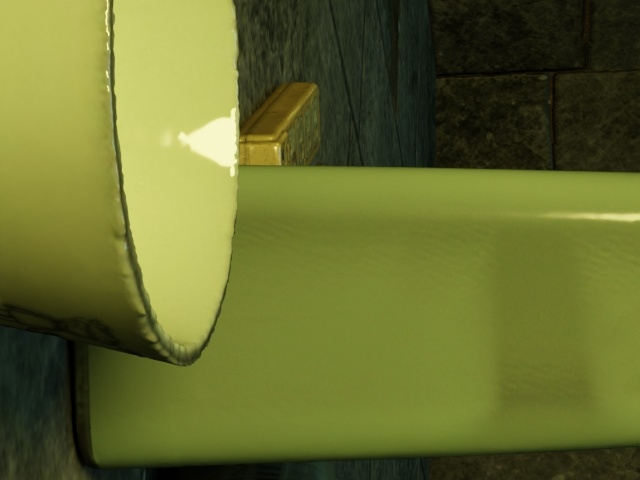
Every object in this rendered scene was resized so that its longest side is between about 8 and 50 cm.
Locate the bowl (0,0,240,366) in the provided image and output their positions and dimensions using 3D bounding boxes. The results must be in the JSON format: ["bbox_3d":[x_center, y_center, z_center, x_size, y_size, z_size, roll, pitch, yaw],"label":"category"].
[{"bbox_3d":[-0.101,-0.055,0.609,0.211,0.112,0.211,-3,90,-82],"label":"bowl"}]

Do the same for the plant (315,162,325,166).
[{"bbox_3d":[0.000,0.000,1.396,0.143,0.094,0.092,-75,151,-50],"label":"plant"}]

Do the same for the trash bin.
[{"bbox_3d":[0.057,0.040,0.896,0.223,0.344,0.158,-7,97,-83],"label":"trash bin"}]

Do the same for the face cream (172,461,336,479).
[{"bbox_3d":[-0.041,0.154,0.998,0.341,0.137,0.084,-86,174,-64],"label":"face cream"}]

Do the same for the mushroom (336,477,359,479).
[{"bbox_3d":[0.035,0.331,1.009,0.397,0.224,0.313,-129,-127,-63],"label":"mushroom"}]

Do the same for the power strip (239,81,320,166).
[{"bbox_3d":[-0.034,-0.077,1.331,0.305,0.044,0.064,-63,151,-73],"label":"power strip"}]
